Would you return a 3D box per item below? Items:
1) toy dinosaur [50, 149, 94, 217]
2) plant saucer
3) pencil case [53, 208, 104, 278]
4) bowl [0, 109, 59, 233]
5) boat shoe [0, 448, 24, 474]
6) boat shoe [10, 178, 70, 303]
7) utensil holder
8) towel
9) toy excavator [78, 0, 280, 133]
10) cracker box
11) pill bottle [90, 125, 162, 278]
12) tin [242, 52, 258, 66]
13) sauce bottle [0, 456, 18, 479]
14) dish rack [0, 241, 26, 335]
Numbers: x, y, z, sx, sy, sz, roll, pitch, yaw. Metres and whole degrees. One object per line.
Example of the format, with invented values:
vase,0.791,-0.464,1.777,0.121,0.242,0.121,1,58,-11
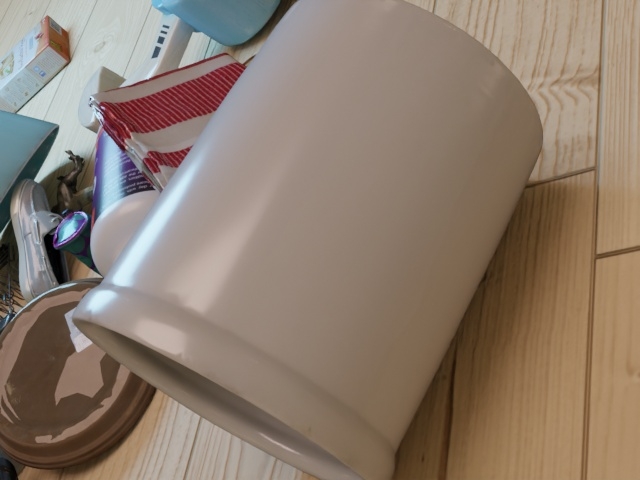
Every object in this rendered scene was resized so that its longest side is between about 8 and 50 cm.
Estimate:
toy dinosaur,-0.428,-0.079,1.632,0.268,0.064,0.118,-33,51,39
plant saucer,-0.344,0.169,1.291,0.277,0.041,0.278,-10,58,17
pencil case,-0.315,0.019,1.375,0.070,0.152,0.065,-22,48,22
bowl,-0.610,-0.114,1.680,0.312,0.163,0.311,-54,13,18
boat shoe,-0.440,0.272,1.351,0.219,0.078,0.070,-48,37,-11
boat shoe,-0.447,-0.002,1.559,0.081,0.079,0.228,-18,69,15
utensil holder,0.000,0.000,0.936,0.327,0.327,0.386,8,62,48
towel,-0.134,-0.141,1.257,0.237,0.037,0.329,-24,49,-26
toy excavator,-0.222,-0.392,1.615,0.432,0.222,0.445,1,68,47
cracker box,-0.671,-0.383,2.153,0.232,0.067,0.156,-39,38,14
pill bottle,-0.222,-0.047,1.313,0.181,0.181,0.323,-33,39,20
tin,-0.070,-0.239,1.447,0.189,0.040,0.106,12,71,49
sauce bottle,-0.378,0.392,1.151,0.111,0.111,0.344,-46,36,5
dish rack,-0.563,0.134,1.597,0.208,0.074,0.271,-41,36,10
